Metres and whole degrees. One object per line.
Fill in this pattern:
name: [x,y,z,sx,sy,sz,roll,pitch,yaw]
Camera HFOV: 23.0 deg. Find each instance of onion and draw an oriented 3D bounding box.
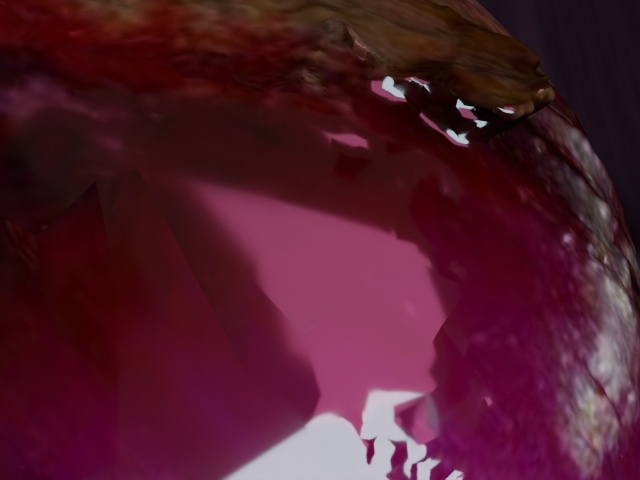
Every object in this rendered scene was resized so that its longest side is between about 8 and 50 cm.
onion: [-0.089,0.022,0.433,0.385,0.347,0.348,53,31,-40]
